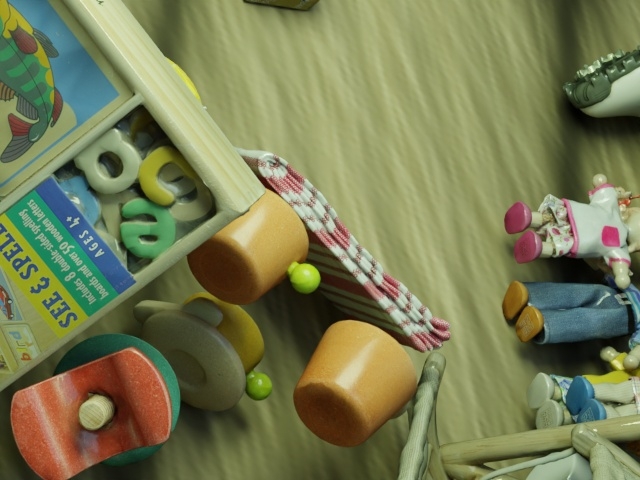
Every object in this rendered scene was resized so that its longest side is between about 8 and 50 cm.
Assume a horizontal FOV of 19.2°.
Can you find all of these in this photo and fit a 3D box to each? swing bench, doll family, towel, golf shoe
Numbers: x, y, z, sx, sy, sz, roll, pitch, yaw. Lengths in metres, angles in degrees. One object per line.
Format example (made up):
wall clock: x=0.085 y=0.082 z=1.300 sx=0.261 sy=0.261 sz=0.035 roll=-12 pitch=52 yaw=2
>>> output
swing bench: x=0.169 y=0.206 z=1.280 sx=0.255 sy=0.253 sz=0.165 roll=7 pitch=109 yaw=8
doll family: x=0.236 y=0.080 z=1.514 sx=0.163 sy=0.118 sz=0.263 roll=1 pitch=55 yaw=-24
towel: x=0.000 y=0.000 z=1.350 sx=0.029 sy=0.144 sz=0.197 roll=-46 pitch=110 yaw=-11
golf shoe: x=0.332 y=-0.127 z=1.635 sx=0.273 sy=0.105 sz=0.120 roll=-13 pitch=88 yaw=-33

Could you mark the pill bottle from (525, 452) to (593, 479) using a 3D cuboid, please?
pill bottle: x=0.221 y=0.226 z=1.458 sx=0.137 sy=0.078 sz=0.078 roll=40 pitch=58 yaw=-14

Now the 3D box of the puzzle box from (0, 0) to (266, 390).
puzzle box: x=-0.262 y=-0.111 z=1.179 sx=0.409 sy=0.272 sz=0.052 roll=52 pitch=24 yaw=-5

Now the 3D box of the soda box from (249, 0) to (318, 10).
soda box: x=-0.028 y=-0.277 z=1.493 sx=0.061 sy=0.058 sz=0.181 roll=5 pitch=71 yaw=-30

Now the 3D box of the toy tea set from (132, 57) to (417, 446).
toy tea set: x=-0.064 y=0.000 z=1.302 sx=0.336 sy=0.200 sz=0.124 roll=53 pitch=48 yaw=-13

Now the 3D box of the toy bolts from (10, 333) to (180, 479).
toy bolts: x=-0.138 y=0.178 z=1.257 sx=0.218 sy=0.158 sz=0.228 roll=-16 pitch=92 yaw=6
